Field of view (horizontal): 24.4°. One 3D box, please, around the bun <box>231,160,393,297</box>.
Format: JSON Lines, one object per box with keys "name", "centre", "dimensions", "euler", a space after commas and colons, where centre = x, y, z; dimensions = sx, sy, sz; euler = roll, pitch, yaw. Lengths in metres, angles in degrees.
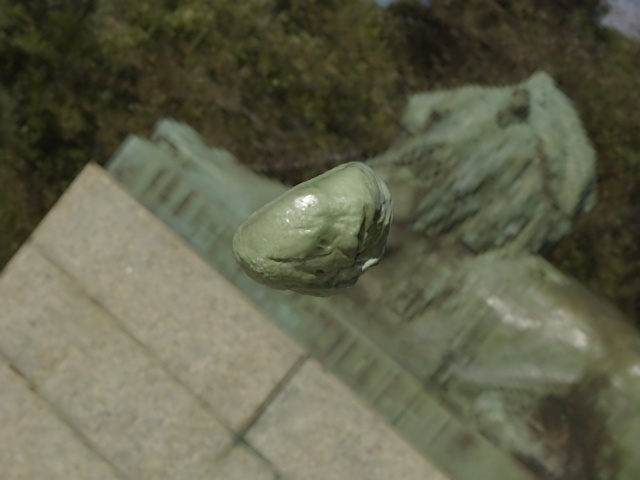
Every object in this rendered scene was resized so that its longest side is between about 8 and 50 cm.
{"name": "bun", "centre": [0.000, 0.000, 1.824], "dimensions": [0.126, 0.212, 0.204], "euler": [60, -12, 12]}
